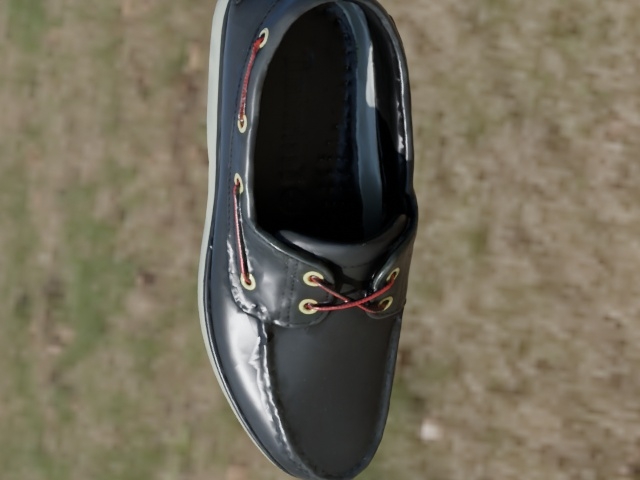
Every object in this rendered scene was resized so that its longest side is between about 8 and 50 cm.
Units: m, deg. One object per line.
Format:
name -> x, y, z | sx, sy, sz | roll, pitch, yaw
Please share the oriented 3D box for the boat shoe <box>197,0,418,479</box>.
boat shoe -> -0.002, 0.000, 0.478 | 0.042, 0.049, 0.133 | -144, 48, -63
